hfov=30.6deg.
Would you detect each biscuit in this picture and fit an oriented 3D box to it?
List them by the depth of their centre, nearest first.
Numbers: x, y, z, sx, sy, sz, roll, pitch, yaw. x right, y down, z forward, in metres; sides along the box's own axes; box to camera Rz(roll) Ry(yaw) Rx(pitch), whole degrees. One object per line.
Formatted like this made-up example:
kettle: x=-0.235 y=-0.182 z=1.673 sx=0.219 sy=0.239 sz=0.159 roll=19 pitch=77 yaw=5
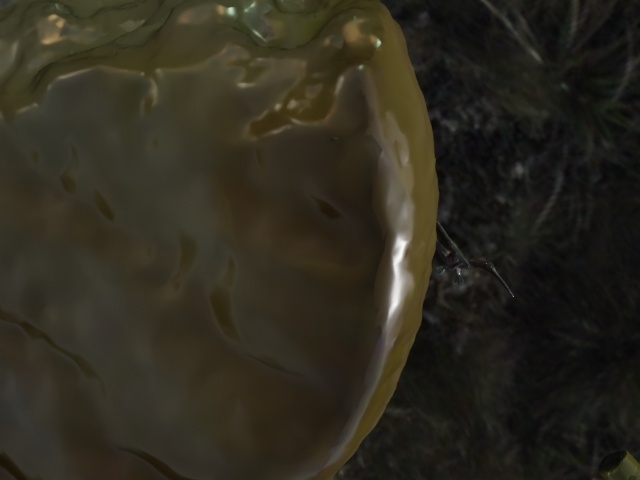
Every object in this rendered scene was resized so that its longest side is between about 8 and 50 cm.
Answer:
biscuit: x=-0.096 y=0.005 z=0.397 sx=0.274 sy=0.091 sz=0.213 roll=12 pitch=112 yaw=16

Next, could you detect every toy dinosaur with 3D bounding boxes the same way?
toy dinosaur: x=0.203 y=0.024 z=1.794 sx=0.220 sy=0.108 sz=0.032 roll=33 pitch=70 yaw=11

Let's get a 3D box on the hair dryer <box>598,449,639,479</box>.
hair dryer: x=0.416 y=0.344 z=1.306 sx=0.090 sy=0.135 sz=0.279 roll=-43 pitch=98 yaw=-1
